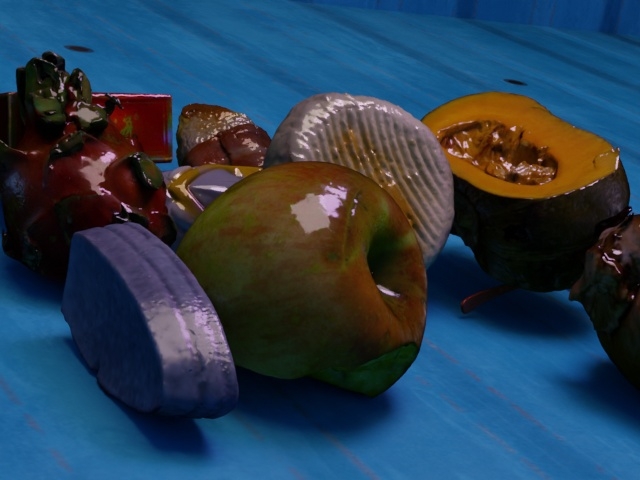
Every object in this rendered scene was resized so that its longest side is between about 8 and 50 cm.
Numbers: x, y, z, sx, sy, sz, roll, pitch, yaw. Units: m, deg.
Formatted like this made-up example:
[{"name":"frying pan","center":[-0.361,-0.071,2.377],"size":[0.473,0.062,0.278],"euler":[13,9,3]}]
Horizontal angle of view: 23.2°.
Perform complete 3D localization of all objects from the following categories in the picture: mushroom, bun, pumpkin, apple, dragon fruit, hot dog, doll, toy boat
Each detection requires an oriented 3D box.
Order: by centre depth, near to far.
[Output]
[{"name":"toy boat","center":[-0.155,0.079,1.410],"size":[0.078,0.127,0.283],"euler":[1,24,-29]},{"name":"apple","center":[-0.023,0.049,1.496],"size":[0.226,0.246,0.246],"euler":[-14,4,30]},{"name":"mushroom","center":[0.396,0.082,1.625],"size":[0.283,0.195,0.263],"euler":[28,9,0]},{"name":"dragon fruit","center":[-0.252,-0.074,1.641],"size":[0.200,0.269,0.198],"euler":[-6,-4,44]},{"name":"bun","center":[0.027,-0.049,1.767],"size":[0.244,0.244,0.153],"euler":[2,-14,-26]},{"name":"doll","center":[-0.176,-0.034,1.804],"size":[0.316,0.103,0.145],"euler":[1,27,-12]},{"name":"pumpkin","center":[0.243,-0.071,1.871],"size":[0.222,0.139,0.317],"euler":[-24,33,-23]},{"name":"hot dog","center":[-0.107,-0.076,1.973],"size":[0.123,0.093,0.261],"euler":[-24,50,2]}]

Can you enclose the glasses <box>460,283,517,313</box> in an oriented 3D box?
[{"name":"glasses","center":[0.213,0.001,1.913],"size":[0.268,0.118,0.234],"euler":[-6,25,-45]}]

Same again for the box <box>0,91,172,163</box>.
[{"name":"box","center":[-0.328,-0.133,1.895],"size":[0.197,0.089,0.313],"euler":[-3,3,-28]}]
